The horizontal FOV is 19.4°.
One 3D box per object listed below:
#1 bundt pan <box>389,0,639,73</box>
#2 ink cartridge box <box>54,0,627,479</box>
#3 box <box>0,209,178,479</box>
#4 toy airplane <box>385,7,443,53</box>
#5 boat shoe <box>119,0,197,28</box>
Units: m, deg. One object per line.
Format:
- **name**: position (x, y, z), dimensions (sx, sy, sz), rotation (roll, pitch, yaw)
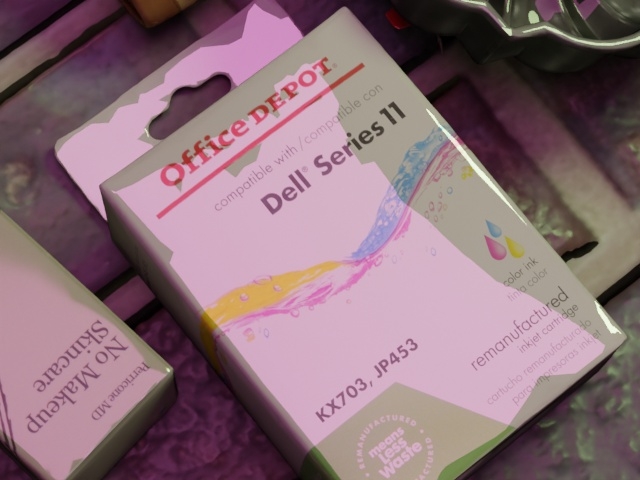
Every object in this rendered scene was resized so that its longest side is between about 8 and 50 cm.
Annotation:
- **bundt pan**: position (0.148, -0.254, 1.265), dimensions (0.331, 0.124, 0.331), rotation (4, 70, -11)
- **ink cartridge box**: position (0.000, 0.000, 1.206), dimensions (0.207, 0.119, 0.353), rotation (-38, 79, -11)
- **box**: position (-0.226, 0.039, 1.200), dimensions (0.275, 0.094, 0.113), rotation (40, 76, 9)
- **toy airplane**: position (0.065, -0.204, 1.314), dimensions (0.151, 0.028, 0.151), rotation (1, 74, -3)
- **boat shoe**: position (-0.188, -0.276, 1.279), dimensions (0.324, 0.122, 0.120), rotation (44, 80, 10)
